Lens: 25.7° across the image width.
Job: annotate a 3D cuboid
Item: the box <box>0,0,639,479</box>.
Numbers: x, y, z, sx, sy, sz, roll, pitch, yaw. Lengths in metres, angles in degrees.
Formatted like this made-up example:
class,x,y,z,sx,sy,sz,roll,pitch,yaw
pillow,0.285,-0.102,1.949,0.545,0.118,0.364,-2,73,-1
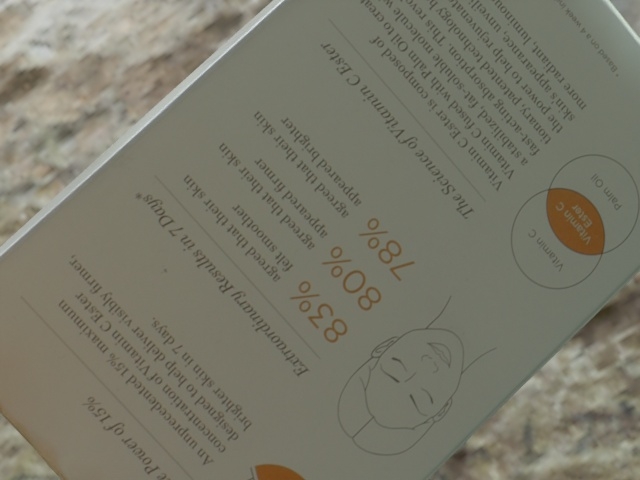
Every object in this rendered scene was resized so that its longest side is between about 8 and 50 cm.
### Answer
class,x,y,z,sx,sy,sz,roll,pitch,yaw
box,0.000,0.000,0.724,0.345,0.215,0.168,-43,-170,-9
